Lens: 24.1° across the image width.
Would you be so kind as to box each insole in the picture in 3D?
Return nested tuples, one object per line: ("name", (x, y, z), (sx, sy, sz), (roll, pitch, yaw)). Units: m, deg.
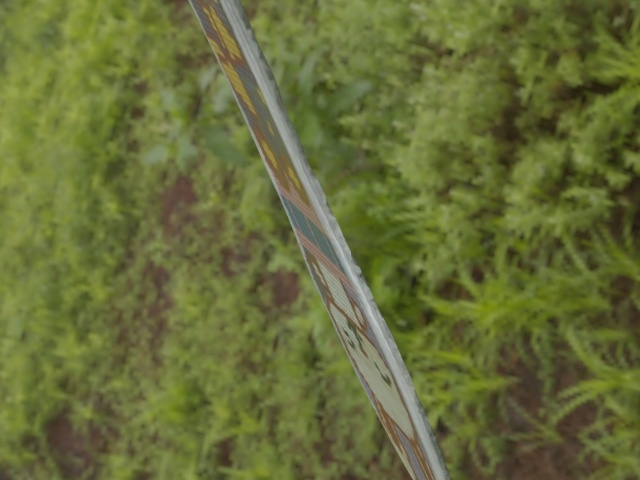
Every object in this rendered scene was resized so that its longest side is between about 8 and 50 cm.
("insole", (0.000, 0.000, 0.372), (0.197, 0.004, 0.065), (66, 171, -26))
